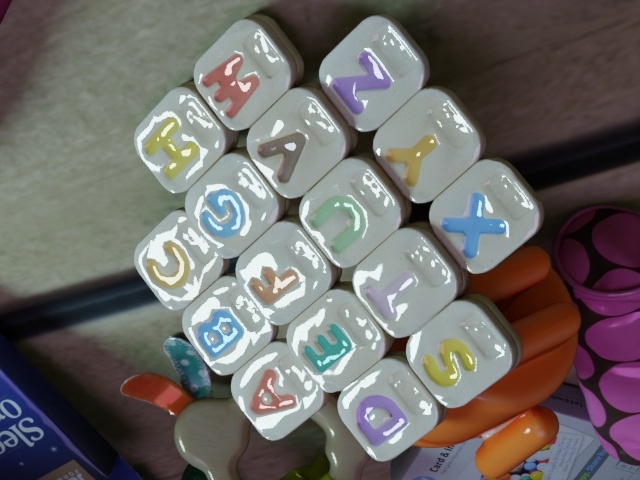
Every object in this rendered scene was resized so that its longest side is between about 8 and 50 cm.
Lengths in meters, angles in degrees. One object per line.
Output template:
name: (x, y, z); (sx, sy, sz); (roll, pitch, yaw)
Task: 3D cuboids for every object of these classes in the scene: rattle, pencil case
rattle: (-0.062, 0.154, 1.285); (0.199, 0.143, 0.130); (23, 99, 1)
pencil case: (0.233, 0.072, 1.157); (0.098, 0.095, 0.209); (18, 146, 39)

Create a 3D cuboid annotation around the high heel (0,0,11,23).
high heel: (-0.240, -0.107, 1.034); (0.244, 0.082, 0.117); (-49, 149, 21)

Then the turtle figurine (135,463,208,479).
turtle figurine: (-0.088, 0.296, 1.351); (0.175, 0.118, 0.234); (-24, 109, 0)

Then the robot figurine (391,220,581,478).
robot figurine: (0.097, 0.076, 1.115); (0.158, 0.128, 0.219); (29, 154, -9)

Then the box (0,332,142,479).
box: (-0.259, 0.154, 1.256); (0.136, 0.036, 0.225); (-30, 114, 26)

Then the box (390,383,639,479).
box: (0.170, 0.173, 1.290); (0.186, 0.038, 0.145); (18, 131, -13)

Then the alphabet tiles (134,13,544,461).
alphabet tiles: (0.000, 0.000, 1.033); (0.278, 0.021, 0.284); (-41, 84, 33)
